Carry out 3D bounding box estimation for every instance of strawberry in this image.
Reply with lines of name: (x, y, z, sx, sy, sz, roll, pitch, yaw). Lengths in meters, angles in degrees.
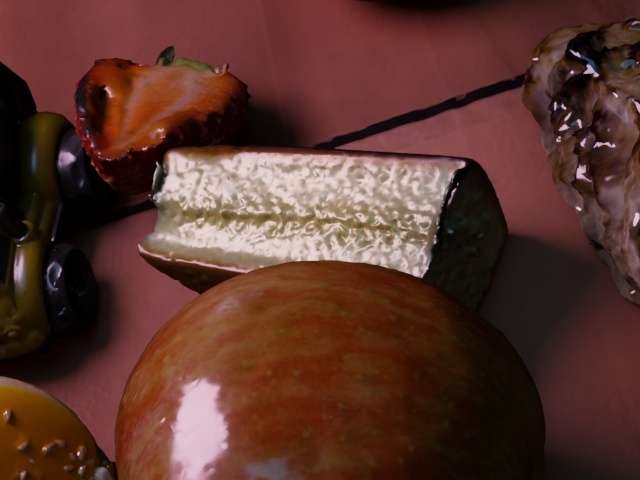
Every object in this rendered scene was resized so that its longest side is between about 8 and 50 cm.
strawberry: (-0.127, -0.088, 1.117, 0.140, 0.085, 0.192, -7, 31, -17)

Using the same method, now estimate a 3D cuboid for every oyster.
oyster: (0.283, -0.036, 0.943, 0.204, 0.111, 0.396, -26, 50, 0)

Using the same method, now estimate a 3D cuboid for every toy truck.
toy truck: (-0.261, -0.024, 1.101, 0.147, 0.165, 0.224, -9, 57, 15)

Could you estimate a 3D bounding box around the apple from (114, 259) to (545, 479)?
apple: (0.018, 0.158, 0.822, 0.250, 0.277, 0.309, -12, 70, -5)

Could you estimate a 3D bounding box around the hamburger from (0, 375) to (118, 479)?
hamburger: (-0.257, 0.224, 0.916, 0.295, 0.227, 0.151, -54, 34, -12)

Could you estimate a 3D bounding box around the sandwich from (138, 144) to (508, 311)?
sandwich: (0.000, 0.000, 1.015, 0.235, 0.128, 0.122, 9, 67, 26)
